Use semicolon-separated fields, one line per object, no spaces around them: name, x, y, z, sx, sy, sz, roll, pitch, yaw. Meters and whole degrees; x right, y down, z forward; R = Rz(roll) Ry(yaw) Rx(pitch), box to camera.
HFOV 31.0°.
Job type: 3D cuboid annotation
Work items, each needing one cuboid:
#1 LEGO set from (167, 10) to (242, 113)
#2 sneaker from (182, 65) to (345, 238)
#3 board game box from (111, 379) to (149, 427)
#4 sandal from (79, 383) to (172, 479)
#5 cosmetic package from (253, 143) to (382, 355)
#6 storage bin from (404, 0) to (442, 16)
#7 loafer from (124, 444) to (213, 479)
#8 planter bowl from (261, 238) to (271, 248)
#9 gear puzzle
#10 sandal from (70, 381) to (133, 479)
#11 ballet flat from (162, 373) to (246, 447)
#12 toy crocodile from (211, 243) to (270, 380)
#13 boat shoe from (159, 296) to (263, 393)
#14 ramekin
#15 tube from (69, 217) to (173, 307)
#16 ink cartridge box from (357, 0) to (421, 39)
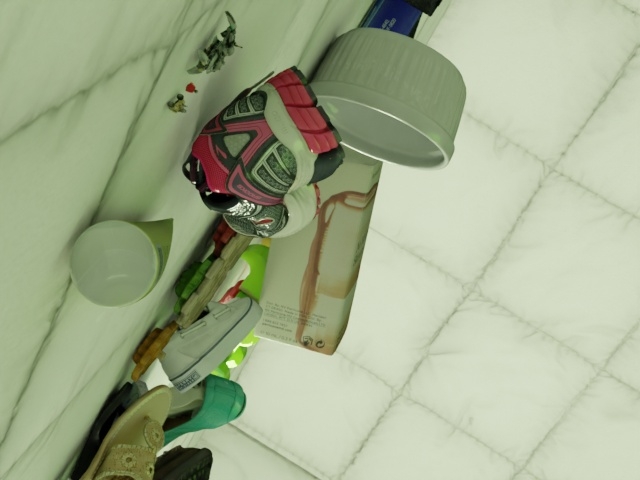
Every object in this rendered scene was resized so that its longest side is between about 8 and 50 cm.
LEGO set;-0.080;-0.125;0.838;0.083;0.023;0.054;-60;177;25
sneaker;-0.068;-0.065;1.033;0.112;0.121;0.299;-28;171;-13
board game box;-0.247;0.237;1.487;0.090;0.020;0.090;-59;-154;8
sandal;-0.238;0.287;1.380;0.240;0.079;0.088;-46;147;-19
cosmetic package;0.000;0.000;1.708;0.153;0.129;0.296;-54;157;-69
storage bin;0.164;-0.408;1.552;0.180;0.084;0.122;-58;177;-5
loafer;-0.265;0.357;1.539;0.366;0.130;0.134;-24;129;-64
planter bowl;-0.049;0.007;2.099;0.217;0.090;0.217;-55;169;-16
gear puzzle;-0.137;0.028;1.421;0.339;0.044;0.175;-55;179;-7
sandal;-0.262;0.243;1.440;0.179;0.040;0.067;-60;176;33
ballet flat;-0.216;0.236;1.599;0.247;0.087;0.083;-24;-133;32
toy crocodile;-0.156;0.150;1.897;0.340;0.105;0.115;-55;180;34
boat shoe;-0.152;0.117;1.572;0.095;0.084;0.258;-36;-175;18
ramekin;0.086;-0.181;1.456;0.207;0.207;0.109;107;6;-80
tube;-0.150;0.019;0.904;0.070;0.062;0.240;-17;180;-2
ink cartridge box;0.087;-0.283;1.767;0.165;0.065;0.333;-58;176;-4
